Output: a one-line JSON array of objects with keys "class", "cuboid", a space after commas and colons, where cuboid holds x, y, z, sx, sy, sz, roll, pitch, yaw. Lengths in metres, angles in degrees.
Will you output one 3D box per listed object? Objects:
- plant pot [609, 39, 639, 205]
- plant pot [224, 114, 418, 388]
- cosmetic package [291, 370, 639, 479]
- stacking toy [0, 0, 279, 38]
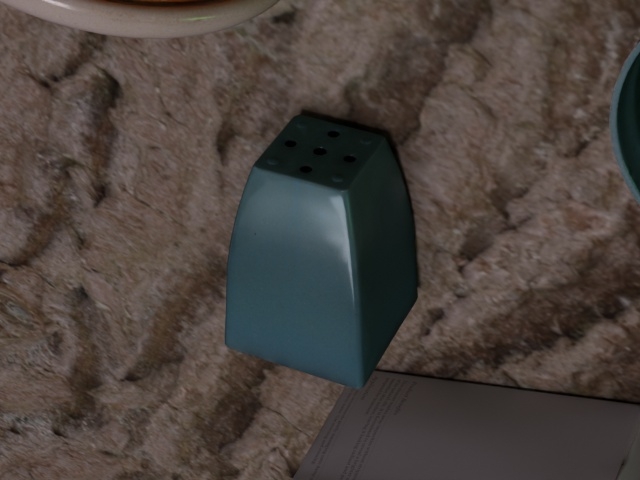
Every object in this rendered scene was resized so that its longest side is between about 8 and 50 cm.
[{"class": "plant pot", "cuboid": [0.383, -0.123, 0.987, 0.293, 0.196, 0.293, 20, 141, 16]}, {"class": "plant pot", "cuboid": [0.000, 0.000, 1.421, 0.165, 0.165, 0.234, 16, 133, 20]}, {"class": "cosmetic package", "cuboid": [0.182, 0.291, 1.575, 0.385, 0.217, 0.156, 7, 136, 32]}, {"class": "stacking toy", "cuboid": [-0.109, -0.410, 0.928, 0.351, 0.350, 0.480, 29, 134, 3]}]
